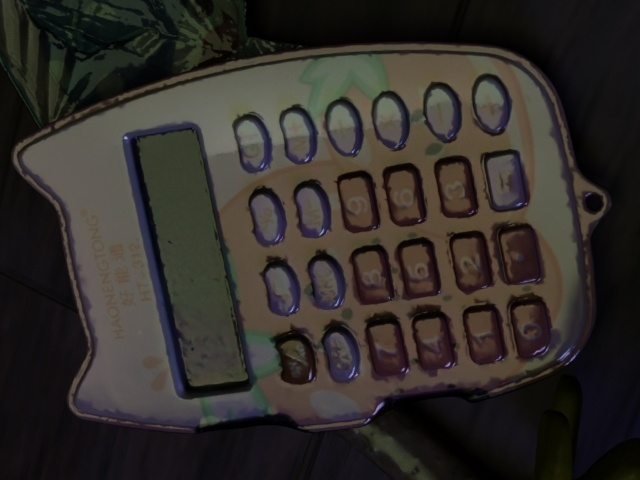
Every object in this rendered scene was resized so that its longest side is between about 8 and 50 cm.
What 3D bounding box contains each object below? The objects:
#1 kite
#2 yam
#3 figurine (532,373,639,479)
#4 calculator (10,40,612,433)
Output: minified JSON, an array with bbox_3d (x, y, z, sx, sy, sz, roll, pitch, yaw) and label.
[{"bbox_3d":[-0.068,-0.109,1.073,0.314,0.011,0.335,15,109,12],"label":"kite"},{"bbox_3d":[0.034,0.115,1.112,0.327,0.045,0.045,35,165,12],"label":"yam"},{"bbox_3d":[0.286,0.086,0.935,0.338,0.204,0.283,14,106,9],"label":"figurine"},{"bbox_3d":[0.000,0.000,1.055,0.330,0.048,0.220,-7,102,16],"label":"calculator"}]
